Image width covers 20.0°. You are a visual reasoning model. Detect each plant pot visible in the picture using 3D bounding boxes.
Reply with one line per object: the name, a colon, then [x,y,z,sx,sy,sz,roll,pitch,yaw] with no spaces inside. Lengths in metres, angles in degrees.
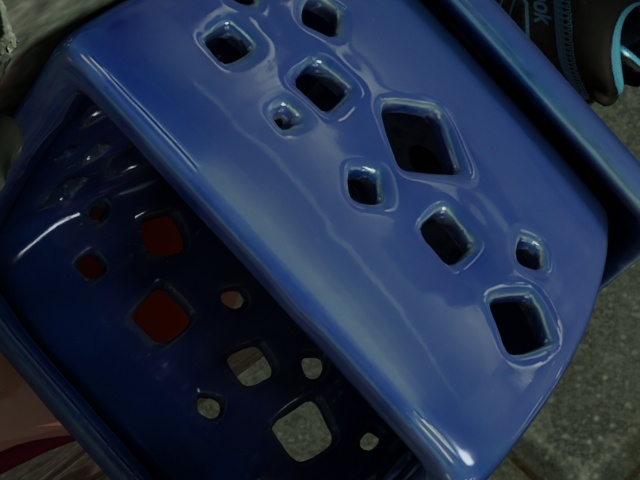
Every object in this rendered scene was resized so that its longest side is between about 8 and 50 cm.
plant pot: [0.000,0.000,0.811,0.212,0.236,0.236,-39,176,-35]

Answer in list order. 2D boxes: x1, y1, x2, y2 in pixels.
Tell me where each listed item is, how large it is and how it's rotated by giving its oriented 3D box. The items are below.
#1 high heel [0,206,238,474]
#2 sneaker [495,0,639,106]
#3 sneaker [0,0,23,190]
high heel: [-0.204,0.072,0.966,0.377,0.127,0.181,-39,-156,-25]
sneaker: [0.108,-0.114,0.953,0.125,0.139,0.341,-37,176,-26]
sneaker: [-0.156,0.041,0.485,0.257,0.169,0.447,-36,172,4]
